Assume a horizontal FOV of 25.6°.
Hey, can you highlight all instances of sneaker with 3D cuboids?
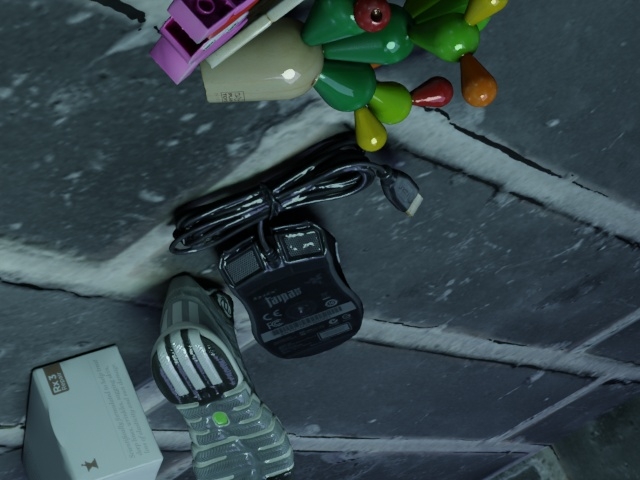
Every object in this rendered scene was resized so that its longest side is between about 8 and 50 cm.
[{"bbox_3d":[-0.080,0.118,1.191,0.086,0.132,0.229,-13,131,4],"label":"sneaker"}]

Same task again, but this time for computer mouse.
[{"bbox_3d":[0.000,0.000,1.135,0.184,0.060,0.262,-24,147,8],"label":"computer mouse"}]

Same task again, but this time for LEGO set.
[{"bbox_3d":[-0.028,-0.163,0.661,0.227,0.087,0.093,-45,-177,-35],"label":"LEGO set"}]

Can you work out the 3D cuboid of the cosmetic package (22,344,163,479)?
[{"bbox_3d":[-0.211,0.199,1.278,0.085,0.117,0.231,-16,158,-24],"label":"cosmetic package"}]

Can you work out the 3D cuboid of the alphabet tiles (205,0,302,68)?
[{"bbox_3d":[0.046,-0.168,0.701,0.237,0.009,0.198,-34,-166,20],"label":"alphabet tiles"}]

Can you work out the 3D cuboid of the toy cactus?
[{"bbox_3d":[0.018,-0.109,0.855,0.180,0.112,0.219,-13,172,-3],"label":"toy cactus"}]
